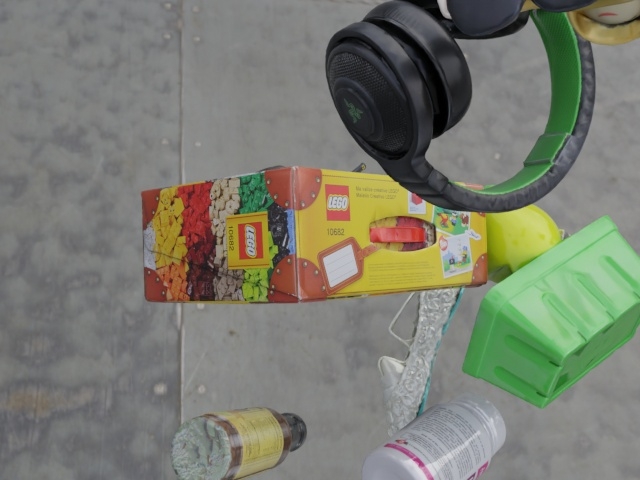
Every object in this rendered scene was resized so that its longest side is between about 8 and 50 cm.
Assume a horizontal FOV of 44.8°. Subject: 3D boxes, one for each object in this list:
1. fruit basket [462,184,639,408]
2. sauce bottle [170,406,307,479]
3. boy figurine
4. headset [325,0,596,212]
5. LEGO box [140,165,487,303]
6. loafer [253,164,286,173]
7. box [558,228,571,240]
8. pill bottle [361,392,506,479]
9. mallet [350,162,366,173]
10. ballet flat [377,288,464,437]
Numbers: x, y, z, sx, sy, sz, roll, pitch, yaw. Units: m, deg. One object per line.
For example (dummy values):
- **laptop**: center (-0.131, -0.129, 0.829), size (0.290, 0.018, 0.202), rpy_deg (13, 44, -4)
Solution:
- **fruit basket**: center (0.404, 0.078, 1.501), size (0.392, 0.283, 0.392), rpy_deg (2, 45, -2)
- **sauce bottle**: center (-0.116, 0.328, 1.265), size (0.111, 0.344, 0.111), rpy_deg (-3, 80, 19)
- **boy figurine**: center (0.172, -0.184, 0.537), size (0.285, 0.177, 0.092), rpy_deg (-17, 97, -58)
- **headset**: center (0.084, -0.192, 0.718), size (0.394, 0.185, 0.243), rpy_deg (39, 76, -25)
- **LEGO box**: center (0.000, 0.000, 1.356), size (0.500, 0.372, 0.193), rpy_deg (0, 87, -48)
- **loafer**: center (-0.152, -0.096, 1.641), size (0.220, 0.080, 0.078), rpy_deg (-20, 15, 12)
- **box**: center (0.533, 0.023, 1.761), size (0.058, 0.232, 0.087), rpy_deg (9, 91, 24)
- **pill bottle**: center (0.225, 0.410, 1.487), size (0.283, 0.160, 0.160), rpy_deg (-23, 60, -42)
- **mallet**: center (0.063, -0.155, 1.840), size (0.039, 0.062, 0.190), rpy_deg (-9, 26, 30)
- **ballet flat**: center (0.204, 0.252, 1.761), size (0.147, 0.147, 0.409), rpy_deg (21, 78, 4)
